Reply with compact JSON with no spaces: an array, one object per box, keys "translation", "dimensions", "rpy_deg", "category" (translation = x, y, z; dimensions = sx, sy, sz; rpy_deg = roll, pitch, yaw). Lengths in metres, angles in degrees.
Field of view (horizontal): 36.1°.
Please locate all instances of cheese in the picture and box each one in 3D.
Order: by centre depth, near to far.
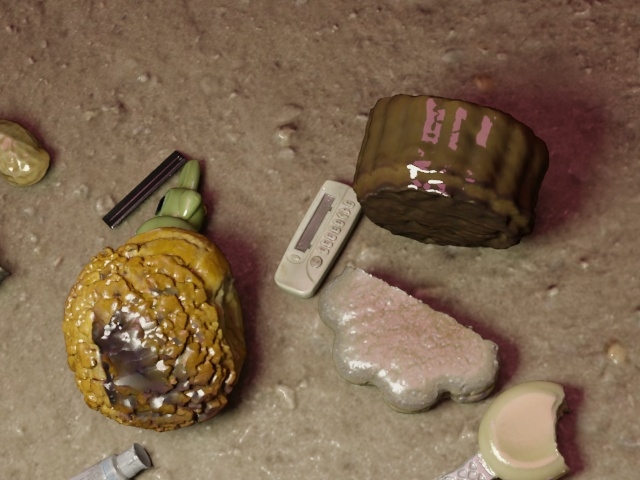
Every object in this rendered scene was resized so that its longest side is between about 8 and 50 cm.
[{"translation":[0.290,0.323,1.581],"dimensions":[0.248,0.071,0.163],"rpy_deg":[-16,63,6],"category":"cheese"}]

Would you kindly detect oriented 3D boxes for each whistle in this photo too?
[{"translation":[-0.258,-0.027,1.852],"dimensions":[0.141,0.141,0.294],"rpy_deg":[9,43,16],"category":"whistle"}]

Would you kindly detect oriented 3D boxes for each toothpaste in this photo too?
[{"translation":[-0.405,0.433,1.697],"dimensions":[0.234,0.057,0.089],"rpy_deg":[-33,61,3],"category":"toothpaste"}]

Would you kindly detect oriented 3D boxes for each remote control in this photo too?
[{"translation":[0.000,-0.001,1.810],"dimensions":[0.090,0.049,0.230],"rpy_deg":[22,72,22],"category":"remote control"}]

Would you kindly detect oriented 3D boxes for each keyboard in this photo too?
[{"translation":[-0.348,-0.101,1.942],"dimensions":[0.202,0.011,0.067],"rpy_deg":[-44,35,-8],"category":"keyboard"}]

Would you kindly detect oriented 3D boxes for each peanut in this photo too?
[{"translation":[-0.681,-0.195,2.019],"dimensions":[0.298,0.120,0.136],"rpy_deg":[21,95,20],"category":"peanut"}]

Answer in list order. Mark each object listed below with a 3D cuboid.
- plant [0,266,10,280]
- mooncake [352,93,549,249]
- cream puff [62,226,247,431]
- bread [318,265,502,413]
[{"translation":[-0.695,0.087,1.879],"dimensions":[0.142,0.131,0.203],"rpy_deg":[35,75,28],"category":"plant"},{"translation":[0.213,-0.106,1.668],"dimensions":[0.324,0.324,0.187],"rpy_deg":[11,74,17],"category":"mooncake"},{"translation":[-0.278,0.157,1.648],"dimensions":[0.327,0.231,0.343],"rpy_deg":[30,107,4],"category":"cream puff"},{"translation":[0.133,0.187,1.667],"dimensions":[0.337,0.102,0.183],"rpy_deg":[29,78,21],"category":"bread"}]
